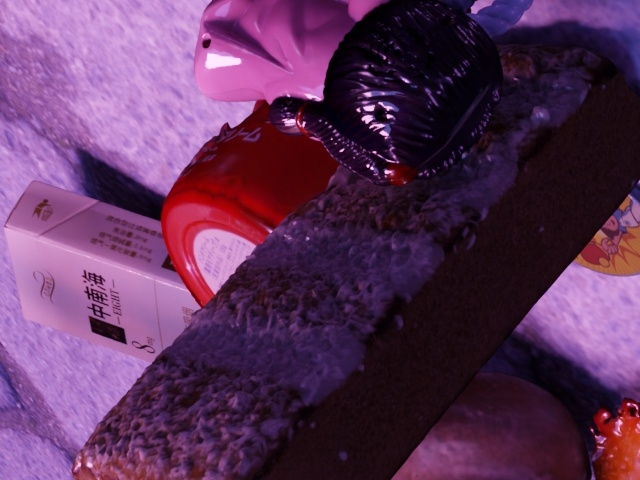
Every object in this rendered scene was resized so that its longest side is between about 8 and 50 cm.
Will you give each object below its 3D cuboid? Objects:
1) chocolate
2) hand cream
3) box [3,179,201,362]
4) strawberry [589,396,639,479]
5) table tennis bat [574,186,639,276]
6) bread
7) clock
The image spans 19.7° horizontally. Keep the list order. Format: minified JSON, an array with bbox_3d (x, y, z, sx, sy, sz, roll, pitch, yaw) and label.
[{"bbox_3d":[0.083,0.147,1.445,0.161,0.261,0.083,-146,54,-75],"label":"chocolate"},{"bbox_3d":[0.000,0.000,1.420,0.230,0.149,0.230,31,151,19],"label":"hand cream"},{"bbox_3d":[-0.168,0.045,1.725,0.243,0.067,0.155,19,144,13],"label":"box"},{"bbox_3d":[0.261,0.184,1.366,0.145,0.086,0.145,173,90,-68],"label":"strawberry"},{"bbox_3d":[0.176,-0.018,1.302,0.155,0.019,0.100,9,137,44],"label":"table tennis bat"},{"bbox_3d":[0.033,0.033,1.134,0.165,0.416,0.113,4,134,49],"label":"bread"},{"bbox_3d":[0.039,-0.136,1.134,0.195,0.194,0.100,31,172,40],"label":"clock"}]
